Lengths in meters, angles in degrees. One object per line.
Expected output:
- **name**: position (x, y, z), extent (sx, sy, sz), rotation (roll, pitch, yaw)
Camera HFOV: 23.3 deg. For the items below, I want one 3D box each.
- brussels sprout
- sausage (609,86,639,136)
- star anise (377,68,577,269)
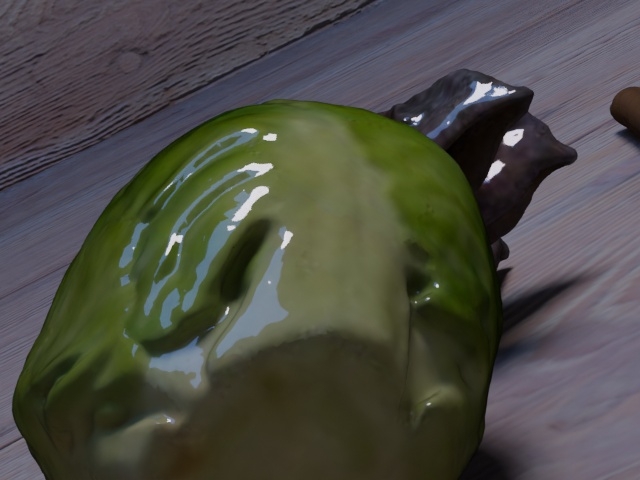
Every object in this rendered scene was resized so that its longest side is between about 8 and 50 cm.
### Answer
- **brussels sprout**: position (-0.016, 0.032, 0.487), extent (0.161, 0.144, 0.180), rotation (-26, 13, -15)
- **sausage**: position (0.172, -0.064, 0.816), extent (0.026, 0.026, 0.116), rotation (-25, 11, 5)
- **star anise**: position (0.005, 0.004, 0.657), extent (0.212, 0.073, 0.197), rotation (-23, -20, -6)
